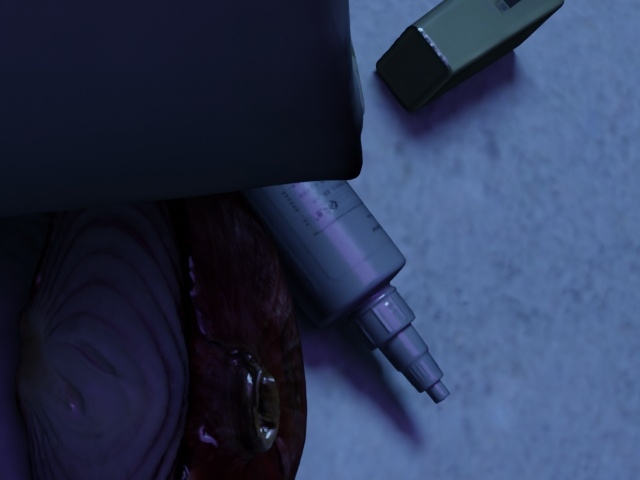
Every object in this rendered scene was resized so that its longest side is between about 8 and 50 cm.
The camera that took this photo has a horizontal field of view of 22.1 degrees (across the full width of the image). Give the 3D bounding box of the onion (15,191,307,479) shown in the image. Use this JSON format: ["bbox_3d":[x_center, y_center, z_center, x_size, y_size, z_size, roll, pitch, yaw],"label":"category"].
[{"bbox_3d":[-0.052,0.062,0.719,0.098,0.151,0.205,9,84,-47],"label":"onion"}]

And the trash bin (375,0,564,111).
[{"bbox_3d":[0.080,-0.113,0.900,0.092,0.061,0.043,-38,88,-30],"label":"trash bin"}]

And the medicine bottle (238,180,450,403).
[{"bbox_3d":[0.000,0.000,0.813,0.058,0.057,0.199,-36,87,-33],"label":"medicine bottle"}]

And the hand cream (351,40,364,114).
[{"bbox_3d":[-0.011,-0.123,0.881,0.057,0.037,0.165,-3,64,-27],"label":"hand cream"}]

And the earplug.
[{"bbox_3d":[-0.196,-0.146,0.611,0.394,0.312,0.312,-10,71,-1],"label":"earplug"}]
